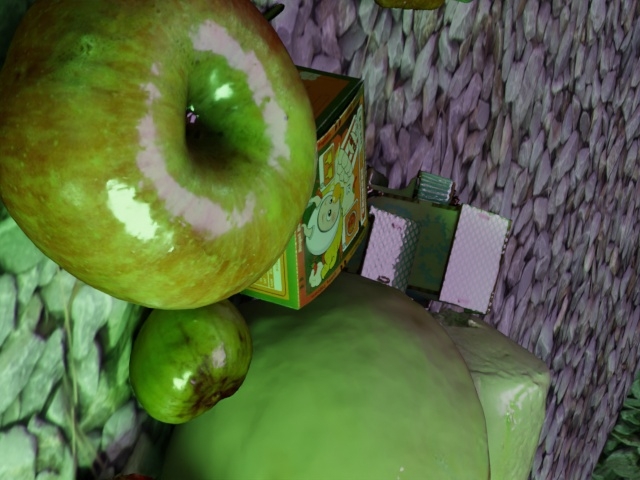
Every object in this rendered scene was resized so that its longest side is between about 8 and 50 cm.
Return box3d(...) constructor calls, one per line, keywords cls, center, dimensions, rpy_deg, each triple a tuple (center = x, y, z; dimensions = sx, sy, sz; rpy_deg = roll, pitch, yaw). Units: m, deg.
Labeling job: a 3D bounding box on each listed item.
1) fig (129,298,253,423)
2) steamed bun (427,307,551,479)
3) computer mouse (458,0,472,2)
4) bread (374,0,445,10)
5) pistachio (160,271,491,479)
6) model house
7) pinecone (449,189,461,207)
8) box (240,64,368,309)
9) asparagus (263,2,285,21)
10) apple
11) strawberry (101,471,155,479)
box3d(cls="fig", center=(-0.131, 0.118, 1.706), dimensions=(0.136, 0.121, 0.153), rpy_deg=(-53, -176, 28))
box3d(cls="steamed bun", center=(0.170, 0.264, 2.414), dimensions=(0.272, 0.273, 0.290), rpy_deg=(-20, 119, -46))
box3d(cls="computer mouse", center=(0.186, -0.471, 1.979), dimensions=(0.228, 0.145, 0.429), rpy_deg=(45, 41, -47))
box3d(cls="bread", center=(0.116, -0.354, 2.076), dimensions=(0.344, 0.084, 0.124), rpy_deg=(-17, 128, -66))
box3d(cls="pistachio", center=(0.005, 0.249, 1.814), dimensions=(0.281, 0.365, 0.445), rpy_deg=(66, 17, -60))
box3d(cls="model house", center=(0.144, 0.004, 2.190), dimensions=(0.271, 0.206, 0.178), rpy_deg=(33, 73, -66))
box3d(cls="pinecone", center=(0.173, -0.025, 2.387), dimensions=(0.102, 0.102, 0.109), rpy_deg=(-24, 124, -63))
box3d(cls="box", center=(-0.043, -0.063, 1.777), dimensions=(0.177, 0.148, 0.195), rpy_deg=(-49, 146, -46))
box3d(cls="asparagus", center=(-0.077, -0.227, 1.776), dimensions=(0.013, 0.016, 0.166), rpy_deg=(-50, 176, 35))
box3d(cls="apple", center=(-0.154, -0.088, 1.404), dimensions=(0.277, 0.250, 0.309), rpy_deg=(-37, 117, -36))
box3d(cls="strawberry", center=(-0.174, 0.329, 1.642), dimensions=(0.187, 0.201, 0.184), rpy_deg=(-35, 111, -37))
